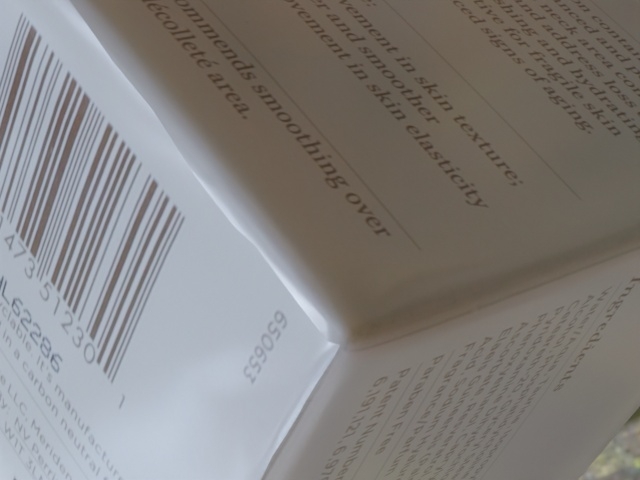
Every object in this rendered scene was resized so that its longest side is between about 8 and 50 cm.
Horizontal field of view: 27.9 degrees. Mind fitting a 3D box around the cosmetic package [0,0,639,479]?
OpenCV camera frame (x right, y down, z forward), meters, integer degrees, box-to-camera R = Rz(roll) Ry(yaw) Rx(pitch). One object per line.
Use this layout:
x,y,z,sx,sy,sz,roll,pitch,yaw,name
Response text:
0.000,0.000,0.752,0.393,0.327,0.329,-15,-126,-41,cosmetic package
